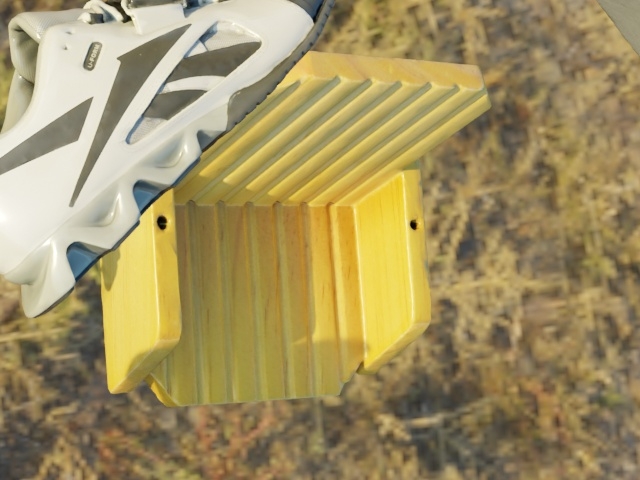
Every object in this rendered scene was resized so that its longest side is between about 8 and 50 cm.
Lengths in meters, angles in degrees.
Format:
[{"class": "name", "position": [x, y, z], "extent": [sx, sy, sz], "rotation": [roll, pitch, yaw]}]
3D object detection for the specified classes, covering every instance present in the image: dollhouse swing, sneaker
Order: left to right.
[{"class": "sneaker", "position": [-0.116, -0.114, 0.998], "extent": [0.146, 0.122, 0.330], "rotation": [48, 60, -9]}, {"class": "dollhouse swing", "position": [0.000, 0.000, 1.588], "extent": [0.347, 0.305, 0.315], "rotation": [1, 82, -37]}]

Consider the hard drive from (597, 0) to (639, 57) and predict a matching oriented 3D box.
[{"class": "hard drive", "position": [0.148, -0.052, 0.486], "extent": [0.022, 0.135, 0.094], "rotation": [-52, 131, -3]}]
